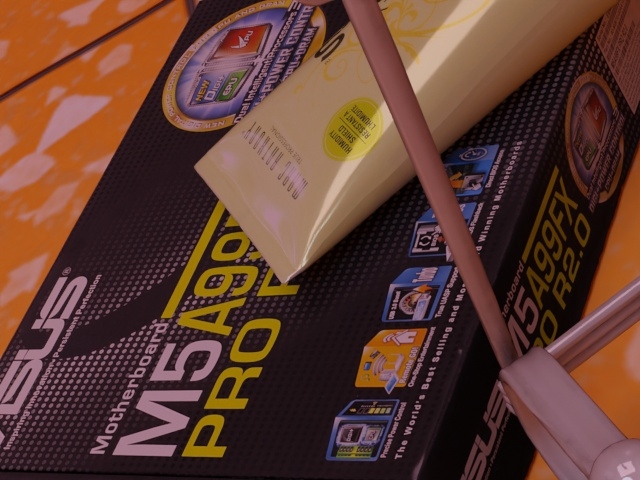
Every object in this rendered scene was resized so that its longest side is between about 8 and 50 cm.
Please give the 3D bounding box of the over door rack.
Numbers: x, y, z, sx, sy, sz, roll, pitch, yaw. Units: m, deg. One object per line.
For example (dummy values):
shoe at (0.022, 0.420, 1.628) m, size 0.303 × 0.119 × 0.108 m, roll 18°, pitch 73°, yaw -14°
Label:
over door rack at (0.126, -0.055, 0.414) m, size 0.239 × 0.324 × 0.108 m, roll -38°, pitch 51°, yaw -4°

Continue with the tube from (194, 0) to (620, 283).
tube at (0.060, -0.084, 0.612) m, size 0.240 × 0.062 × 0.070 m, roll -41°, pitch -4°, yaw 2°

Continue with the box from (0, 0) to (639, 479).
box at (0.000, 0.000, 0.663) m, size 0.216 × 0.060 × 0.270 m, roll -3°, pitch 48°, yaw 36°
